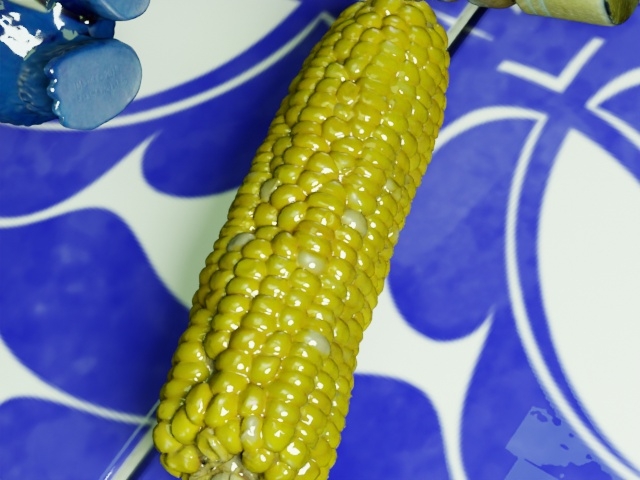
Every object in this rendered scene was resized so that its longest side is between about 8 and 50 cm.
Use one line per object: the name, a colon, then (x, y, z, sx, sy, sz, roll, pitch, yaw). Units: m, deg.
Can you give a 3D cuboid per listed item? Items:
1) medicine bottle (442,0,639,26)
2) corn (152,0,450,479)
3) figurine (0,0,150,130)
medicine bottle: (0.030, -0.221, 1.048, 0.322, 0.151, 0.151, 11, 65, 20)
corn: (-0.005, -0.001, 0.969, 0.102, 0.102, 0.313, 9, 61, 19)
figurine: (-0.206, -0.134, 1.091, 0.262, 0.121, 0.164, 25, 87, 38)
